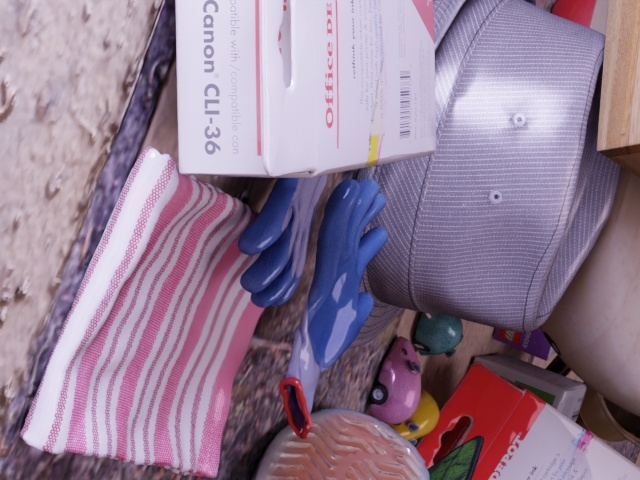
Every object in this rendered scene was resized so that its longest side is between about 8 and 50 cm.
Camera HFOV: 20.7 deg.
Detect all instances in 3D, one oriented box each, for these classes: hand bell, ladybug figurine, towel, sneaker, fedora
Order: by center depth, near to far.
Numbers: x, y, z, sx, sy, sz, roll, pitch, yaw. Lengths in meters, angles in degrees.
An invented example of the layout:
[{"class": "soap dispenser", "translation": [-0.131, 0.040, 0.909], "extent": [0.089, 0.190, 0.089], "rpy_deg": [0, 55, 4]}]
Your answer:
[{"class": "towel", "translation": [-0.069, 0.042, 0.849], "extent": [0.144, 0.029, 0.197], "rpy_deg": [-69, 161, -4]}, {"class": "sneaker", "translation": [-0.027, 0.211, 1.047], "extent": [0.121, 0.108, 0.302], "rpy_deg": [-58, 175, 32]}, {"class": "fedora", "translation": [0.117, -0.039, 1.124], "extent": [0.275, 0.124, 0.244], "rpy_deg": [-69, 160, -1]}, {"class": "ladybug figurine", "translation": [0.262, -0.088, 1.327], "extent": [0.305, 0.162, 0.449], "rpy_deg": [28, 74, -47]}, {"class": "hand bell", "translation": [0.250, 0.170, 1.655], "extent": [0.126, 0.126, 0.242], "rpy_deg": [-57, -172, -31]}]

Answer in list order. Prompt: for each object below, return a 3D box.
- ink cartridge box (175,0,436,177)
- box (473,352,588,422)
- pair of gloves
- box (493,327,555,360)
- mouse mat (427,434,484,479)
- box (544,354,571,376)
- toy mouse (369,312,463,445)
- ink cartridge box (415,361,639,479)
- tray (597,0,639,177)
[{"class": "ink cartridge box", "translation": [-0.010, -0.089, 0.779], "extent": [0.198, 0.067, 0.115], "rpy_deg": [-14, 104, -67]}, {"class": "box", "translation": [0.168, 0.158, 1.513], "extent": [0.102, 0.087, 0.101], "rpy_deg": [8, 102, -70]}, {"class": "pair of gloves", "translation": [0.000, 0.000, 0.938], "extent": [0.198, 0.023, 0.159], "rpy_deg": [77, 26, -46]}, {"class": "box", "translation": [0.254, -0.037, 1.595], "extent": [0.293, 0.057, 0.201], "rpy_deg": [-35, 143, -58]}, {"class": "mouse mat", "translation": [0.029, 0.213, 1.129], "extent": [0.189, 0.007, 0.152], "rpy_deg": [-42, -167, 37]}, {"class": "box", "translation": [0.281, 0.054, 1.639], "extent": [0.164, 0.021, 0.201], "rpy_deg": [-53, 170, 20]}, {"class": "toy mouse", "translation": [0.074, 0.092, 1.278], "extent": [0.161, 0.031, 0.143], "rpy_deg": [-37, 143, -57]}, {"class": "ink cartridge box", "translation": [0.162, 0.199, 1.408], "extent": [0.134, 0.231, 0.078], "rpy_deg": [-56, -160, -3]}, {"class": "tray", "translation": [0.281, -0.220, 1.155], "extent": [0.203, 0.076, 0.411], "rpy_deg": [25, 64, -44]}]
